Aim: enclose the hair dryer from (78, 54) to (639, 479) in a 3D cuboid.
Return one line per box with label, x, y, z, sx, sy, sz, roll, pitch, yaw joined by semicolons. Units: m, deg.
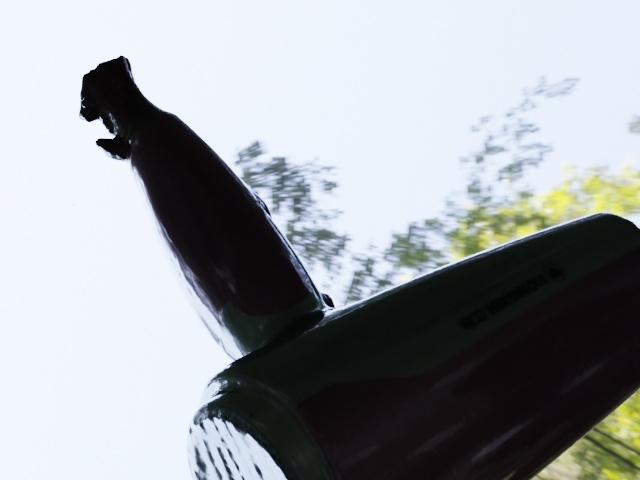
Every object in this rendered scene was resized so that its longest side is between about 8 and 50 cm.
hair dryer;-0.007;0.001;0.386;0.106;0.054;0.154;-31;-124;-29
